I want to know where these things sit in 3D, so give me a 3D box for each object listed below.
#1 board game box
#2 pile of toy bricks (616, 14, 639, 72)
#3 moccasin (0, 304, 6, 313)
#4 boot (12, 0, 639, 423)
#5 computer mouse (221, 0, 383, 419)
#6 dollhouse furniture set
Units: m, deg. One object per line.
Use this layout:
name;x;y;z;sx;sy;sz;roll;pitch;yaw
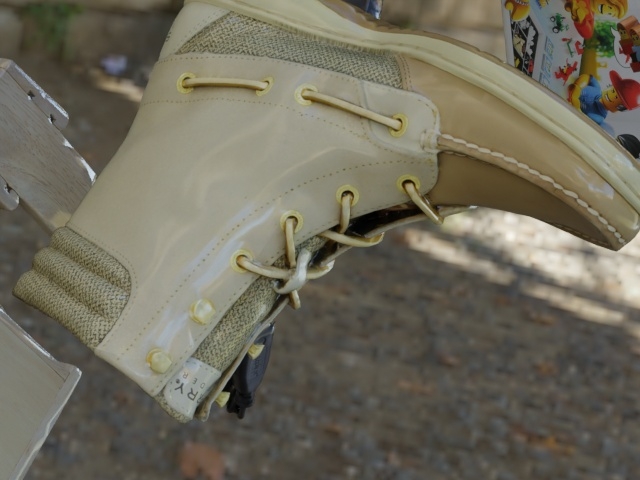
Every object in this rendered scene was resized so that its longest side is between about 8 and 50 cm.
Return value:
board game box;0.301;-0.214;1.973;0.193;0.305;0.053;2;29;21
pile of toy bricks;0.326;-0.220;1.571;0.118;0.105;0.212;-30;8;-15
moccasin;-0.487;0.179;1.873;0.380;0.139;0.147;-29;65;-27
boot;0.000;0.000;0.808;0.262;0.203;0.095;26;-12;28
computer mouse;-0.032;-0.023;1.076;0.060;0.262;0.184;18;36;-1
dollhouse furniture set;-0.332;0.029;1.240;0.303;0.286;0.198;12;-27;36
